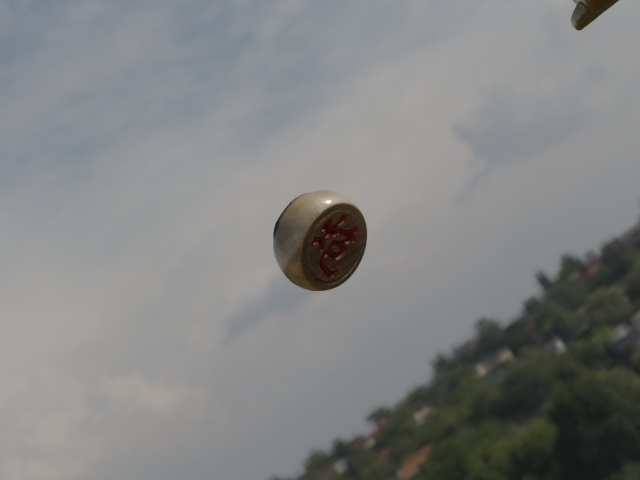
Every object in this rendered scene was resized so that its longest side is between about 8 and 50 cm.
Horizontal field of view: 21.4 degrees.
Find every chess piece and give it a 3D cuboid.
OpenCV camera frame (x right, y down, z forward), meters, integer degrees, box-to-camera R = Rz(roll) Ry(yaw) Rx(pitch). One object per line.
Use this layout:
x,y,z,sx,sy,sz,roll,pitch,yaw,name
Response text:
0.000,0.000,1.384,0.083,0.084,0.038,-31,33,-33,chess piece

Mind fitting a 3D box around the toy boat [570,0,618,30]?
0.333,-0.332,1.259,0.445,0.136,0.162,-40,-18,16,toy boat
